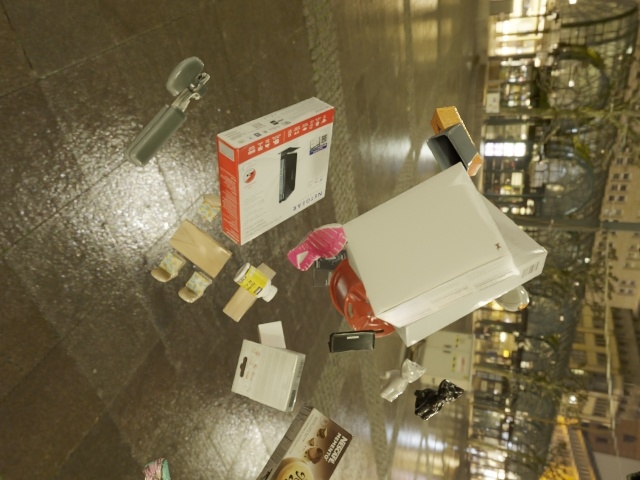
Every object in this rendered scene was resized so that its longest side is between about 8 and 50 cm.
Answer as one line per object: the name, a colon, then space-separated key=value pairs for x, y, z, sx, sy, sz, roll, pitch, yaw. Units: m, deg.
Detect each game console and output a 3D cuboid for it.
game console: x=0.082 y=0.264 z=1.313 sx=0.071 sy=0.122 sz=0.107 roll=-100 pitch=-173 yaw=-52

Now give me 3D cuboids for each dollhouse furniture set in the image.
dollhouse furniture set: x=-0.385 y=0.086 z=1.774 sx=0.362 sy=0.394 sz=0.256 roll=-53 pitch=-179 yaw=7

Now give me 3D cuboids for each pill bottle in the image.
pill bottle: x=-0.182 y=0.121 z=1.364 sx=0.116 sy=0.065 sz=0.065 roll=39 pitch=46 yaw=-14

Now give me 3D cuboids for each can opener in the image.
can opener: x=-0.356 y=-0.295 z=1.105 sx=0.093 sy=0.074 sz=0.280 roll=41 pitch=77 yaw=-38

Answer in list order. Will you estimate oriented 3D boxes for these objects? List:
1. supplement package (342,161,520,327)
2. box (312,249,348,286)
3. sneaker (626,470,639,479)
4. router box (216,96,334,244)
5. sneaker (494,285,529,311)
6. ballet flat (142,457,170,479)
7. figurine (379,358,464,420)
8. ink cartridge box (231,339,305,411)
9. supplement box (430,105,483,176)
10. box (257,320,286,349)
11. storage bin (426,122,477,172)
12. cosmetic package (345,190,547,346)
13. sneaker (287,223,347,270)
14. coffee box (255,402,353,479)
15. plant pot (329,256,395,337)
supplement package: x=0.209 y=0.016 z=0.933 sx=0.145 sy=0.261 sz=0.204 roll=34 pitch=32 yaw=-57
box: x=0.045 y=0.114 z=2.019 sx=0.156 sy=0.158 sz=0.093 roll=-95 pitch=-172 yaw=-59
sneaker: x=0.924 y=0.616 z=1.249 sx=0.100 sy=0.108 sz=0.272 roll=-39 pitch=164 yaw=-48
router box: x=-0.115 y=-0.190 z=1.293 sx=0.335 sy=0.082 sz=0.301 roll=-34 pitch=145 yaw=-35
sneaker: x=0.575 y=0.116 z=1.576 sx=0.121 sy=0.099 sz=0.262 roll=45 pitch=13 yaw=-43
ballet flat: x=-0.460 y=0.720 z=1.382 sx=0.077 sy=0.079 sz=0.222 roll=-99 pitch=-179 yaw=-68
figurine: x=0.307 y=0.454 z=1.498 sx=0.092 sy=0.214 sz=0.209 roll=-62 pitch=-178 yaw=-39
ink cartridge box: x=-0.178 y=0.455 z=1.642 sx=0.066 sy=0.232 sz=0.189 roll=24 pitch=77 yaw=-55
supplement box: x=0.431 y=-0.317 z=1.540 sx=0.078 sy=0.080 sz=0.234 roll=101 pitch=-26 yaw=-64
box: x=-0.196 y=0.398 z=1.924 sx=0.170 sy=0.091 sz=0.130 roll=125 pitch=-44 yaw=-74
storage bin: x=0.377 y=-0.261 z=1.367 sx=0.091 sy=0.098 sz=0.135 roll=-43 pitch=106 yaw=-28
cosmetic package: x=0.292 y=0.044 z=1.167 sx=0.284 sy=0.377 sz=0.097 roll=57 pitch=-12 yaw=38
sneaker: x=0.000 y=0.000 z=1.534 sx=0.103 sy=0.252 sz=0.111 roll=50 pitch=46 yaw=-13
coffee box: x=-0.053 y=0.689 z=1.503 sx=0.297 sy=0.168 sz=0.119 roll=-54 pitch=-172 yaw=-21
plant pot: x=0.170 y=0.193 z=1.646 sx=0.265 sy=0.272 sz=0.273 roll=-93 pitch=-176 yaw=-82
